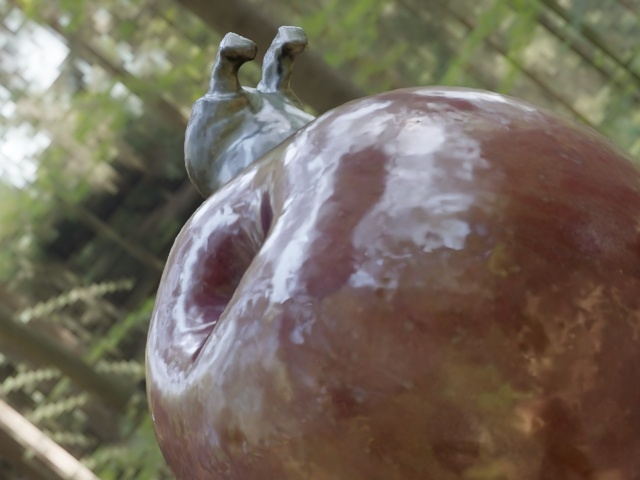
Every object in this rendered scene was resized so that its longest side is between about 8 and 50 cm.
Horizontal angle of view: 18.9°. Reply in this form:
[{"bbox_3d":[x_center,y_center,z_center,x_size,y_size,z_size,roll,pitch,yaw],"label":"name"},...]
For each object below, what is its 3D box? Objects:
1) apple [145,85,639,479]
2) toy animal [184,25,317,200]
[{"bbox_3d":[0.048,0.056,0.976,0.306,0.235,0.306,-49,22,28],"label":"apple"},{"bbox_3d":[0.009,-0.007,1.423,0.106,0.343,0.168,-9,-34,-38],"label":"toy animal"}]
